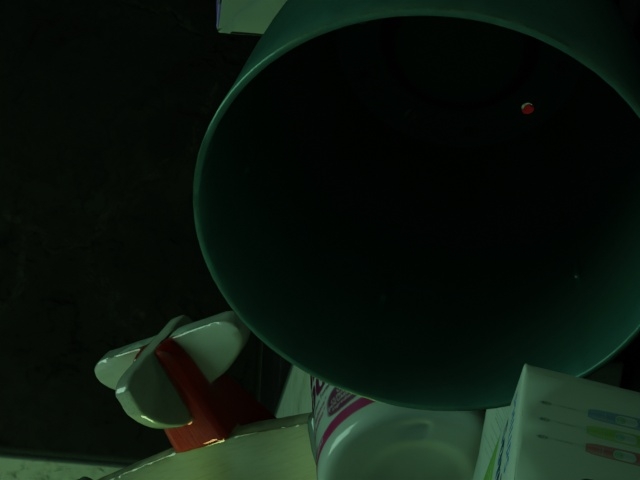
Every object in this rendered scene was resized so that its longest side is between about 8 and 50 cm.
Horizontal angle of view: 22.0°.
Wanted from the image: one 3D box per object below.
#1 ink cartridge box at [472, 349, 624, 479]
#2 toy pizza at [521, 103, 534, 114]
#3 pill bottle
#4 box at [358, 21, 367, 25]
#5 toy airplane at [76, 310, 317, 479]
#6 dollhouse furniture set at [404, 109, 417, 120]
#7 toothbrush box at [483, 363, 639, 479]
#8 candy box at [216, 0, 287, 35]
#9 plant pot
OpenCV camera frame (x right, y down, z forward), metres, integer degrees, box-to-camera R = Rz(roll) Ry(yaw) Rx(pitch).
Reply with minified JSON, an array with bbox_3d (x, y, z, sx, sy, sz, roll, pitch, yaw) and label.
[{"bbox_3d":[0.157,0.143,1.183,0.206,0.045,0.208,-105,23,-71],"label":"ink cartridge box"},{"bbox_3d":[0.165,-0.047,1.343,0.201,0.032,0.201,-174,90,-83],"label":"toy pizza"},{"bbox_3d":[0.070,0.122,1.437,0.283,0.160,0.160,-95,13,-58],"label":"pill bottle"},{"bbox_3d":[0.112,-0.358,1.308,0.293,0.212,0.395,179,96,-82],"label":"box"},{"bbox_3d":[-0.088,0.262,1.706,0.386,0.385,0.272,106,178,-49],"label":"toy airplane"},{"bbox_3d":[0.092,-0.109,1.743,0.129,0.129,0.183,124,127,-75],"label":"dollhouse furniture set"},{"bbox_3d":[0.126,0.245,0.910,0.206,0.122,0.283,-75,-3,-49],"label":"toothbrush box"},{"bbox_3d":[-0.046,-0.286,1.373,0.196,0.070,0.164,-96,13,-57],"label":"candy box"},{"bbox_3d":[0.083,-0.076,1.070,0.235,0.293,0.293,-77,-1,-52],"label":"plant pot"}]
